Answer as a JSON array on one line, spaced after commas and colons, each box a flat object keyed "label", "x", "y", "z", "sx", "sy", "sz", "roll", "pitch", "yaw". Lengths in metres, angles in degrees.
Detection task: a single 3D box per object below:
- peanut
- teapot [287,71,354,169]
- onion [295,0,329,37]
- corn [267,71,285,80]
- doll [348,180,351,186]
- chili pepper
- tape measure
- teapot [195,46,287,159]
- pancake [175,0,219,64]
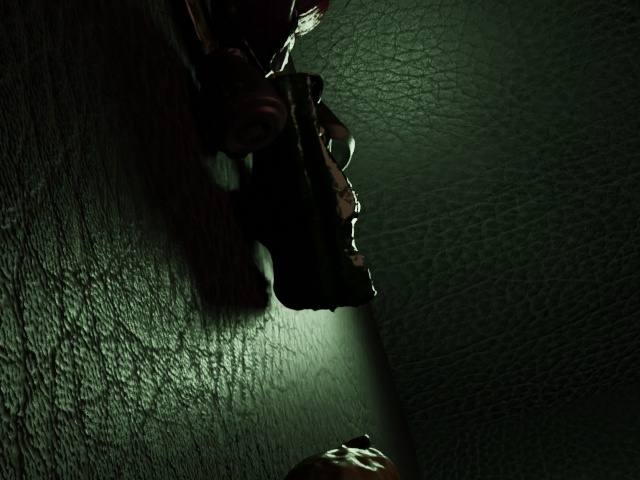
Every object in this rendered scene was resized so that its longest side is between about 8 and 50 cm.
[{"label": "peanut", "x": 0.020, "y": 0.334, "z": 1.084, "sx": 0.159, "sy": 0.143, "sz": 0.291, "roll": 33, "pitch": 32, "yaw": -25}, {"label": "teapot", "x": -0.035, "y": -0.245, "z": 2.246, "sx": 0.203, "sy": 0.171, "sz": 0.225, "roll": 114, "pitch": -34, "yaw": -44}, {"label": "onion", "x": -0.076, "y": -0.516, "z": 2.058, "sx": 0.207, "sy": 0.216, "sz": 0.206, "roll": -142, "pitch": -145, "yaw": -87}, {"label": "corn", "x": -0.108, "y": -0.332, "z": 2.128, "sx": 0.079, "sy": 0.079, "sz": 0.237, "roll": 66, "pitch": 5, "yaw": -57}, {"label": "doll", "x": -0.013, "y": -0.066, "z": 1.837, "sx": 0.256, "sy": 0.152, "sz": 0.196, "roll": 55, "pitch": 19, "yaw": -75}, {"label": "chili pepper", "x": -0.032, "y": -0.066, "z": 1.537, "sx": 0.213, "sy": 0.167, "sz": 0.385, "roll": -142, "pitch": -140, "yaw": -73}, {"label": "tape measure", "x": -0.108, "y": -0.408, "z": 1.695, "sx": 0.232, "sy": 0.149, "sz": 0.245, "roll": 96, "pitch": -19, "yaw": -57}, {"label": "teapot", "x": -0.115, "y": -0.196, "z": 1.415, "sx": 0.146, "sy": 0.116, "sz": 0.148, "roll": 65, "pitch": 4, "yaw": 28}, {"label": "pancake", "x": -0.196, "y": -0.377, "z": 1.556, "sx": 0.286, "sy": 0.033, "sz": 0.288, "roll": -96, "pitch": 169, "yaw": -71}]
